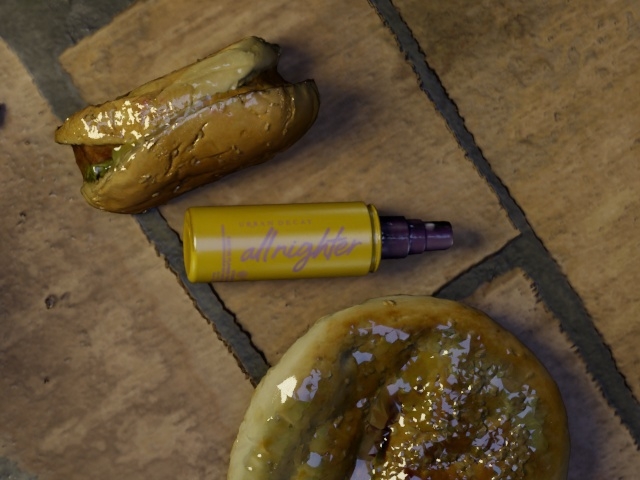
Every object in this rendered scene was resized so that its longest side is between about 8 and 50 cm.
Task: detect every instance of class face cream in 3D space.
[{"bbox_3d":[0.000,0.000,1.533,0.273,0.078,0.078,-2,92,-12],"label":"face cream"}]

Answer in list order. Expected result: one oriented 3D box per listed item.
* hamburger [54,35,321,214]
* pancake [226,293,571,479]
[{"bbox_3d":[-0.123,-0.111,1.480,0.262,0.131,0.124,-25,97,-5],"label":"hamburger"},{"bbox_3d":[0.085,0.242,1.556,0.387,0.082,0.387,-1,95,-13],"label":"pancake"}]
